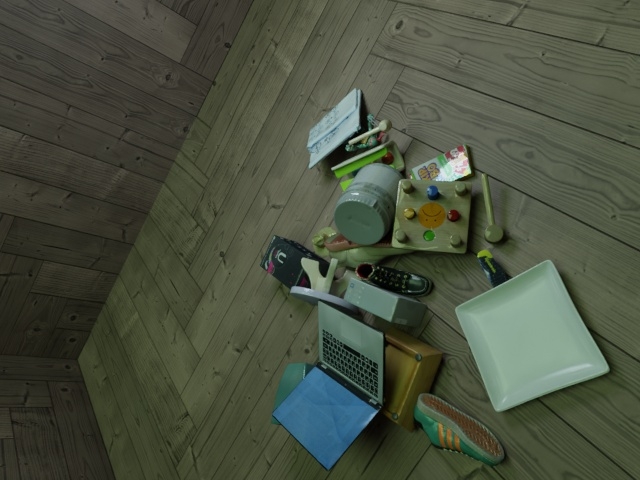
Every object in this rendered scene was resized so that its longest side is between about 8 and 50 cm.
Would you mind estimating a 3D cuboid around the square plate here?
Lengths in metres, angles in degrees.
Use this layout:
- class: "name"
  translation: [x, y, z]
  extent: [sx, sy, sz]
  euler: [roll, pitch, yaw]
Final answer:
- class: "square plate"
  translation: [0.611, 0.286, 1.487]
  extent: [0.344, 0.049, 0.347]
  euler: [-36, 54, 32]

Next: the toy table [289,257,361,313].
- class: "toy table"
  translation: [0.032, 0.178, 1.978]
  extent: [0.252, 0.274, 0.161]
  euler: [137, 151, -71]

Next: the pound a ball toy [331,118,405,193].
- class: "pound a ball toy"
  translation: [0.198, -0.340, 2.016]
  extent: [0.319, 0.135, 0.208]
  euler: [-19, 99, 39]

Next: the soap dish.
- class: "soap dish"
  translation: [0.266, 0.469, 1.715]
  extent: [0.229, 0.118, 0.291]
  euler: [23, 93, 46]

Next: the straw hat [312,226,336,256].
- class: "straw hat"
  translation: [0.000, 0.000, 2.175]
  extent: [0.144, 0.061, 0.145]
  euler: [-17, 64, 40]

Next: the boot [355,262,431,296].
- class: "boot"
  translation: [0.258, 0.139, 1.788]
  extent: [0.236, 0.178, 0.085]
  euler: [10, 83, 47]

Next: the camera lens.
- class: "camera lens"
  translation: [0.192, -0.141, 1.858]
  extent: [0.219, 0.219, 0.274]
  euler: [-17, 27, 40]

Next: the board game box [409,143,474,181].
- class: "board game box"
  translation: [0.437, -0.247, 1.849]
  extent: [0.259, 0.039, 0.124]
  euler: [-25, 59, 40]

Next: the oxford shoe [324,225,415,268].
- class: "oxford shoe"
  translation: [0.210, 0.038, 1.935]
  extent: [0.396, 0.140, 0.147]
  euler: [-2, 116, 35]

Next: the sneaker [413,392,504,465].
- class: "sneaker"
  translation: [0.418, 0.605, 1.544]
  extent: [0.302, 0.108, 0.121]
  euler: [30, 118, 40]

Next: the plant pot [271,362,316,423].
- class: "plant pot"
  translation: [-0.069, 0.612, 1.976]
  extent: [0.165, 0.165, 0.234]
  euler: [-16, 59, 41]

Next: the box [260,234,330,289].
- class: "box"
  translation: [-0.116, 0.107, 2.194]
  extent: [0.270, 0.143, 0.165]
  euler: [30, 99, 45]

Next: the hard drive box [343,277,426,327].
- class: "hard drive box"
  translation: [0.230, 0.222, 1.789]
  extent: [0.232, 0.181, 0.089]
  euler: [19, 91, 47]

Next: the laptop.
- class: "laptop"
  translation: [0.014, 0.467, 1.709]
  extent: [0.382, 0.236, 0.408]
  euler: [19, 114, 54]

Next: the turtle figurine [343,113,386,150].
- class: "turtle figurine"
  translation: [0.177, -0.438, 2.108]
  extent: [0.175, 0.118, 0.234]
  euler: [-52, 31, 3]

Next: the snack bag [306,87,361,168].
- class: "snack bag"
  translation: [0.055, -0.496, 2.219]
  extent: [0.323, 0.037, 0.343]
  euler: [-35, 32, 32]

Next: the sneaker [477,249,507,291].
- class: "sneaker"
  translation: [0.555, 0.099, 1.607]
  extent: [0.053, 0.059, 0.144]
  euler: [-25, 75, 7]

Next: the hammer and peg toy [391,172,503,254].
- class: "hammer and peg toy"
  translation: [0.436, -0.087, 1.709]
  extent: [0.361, 0.127, 0.266]
  euler: [4, 78, 18]
